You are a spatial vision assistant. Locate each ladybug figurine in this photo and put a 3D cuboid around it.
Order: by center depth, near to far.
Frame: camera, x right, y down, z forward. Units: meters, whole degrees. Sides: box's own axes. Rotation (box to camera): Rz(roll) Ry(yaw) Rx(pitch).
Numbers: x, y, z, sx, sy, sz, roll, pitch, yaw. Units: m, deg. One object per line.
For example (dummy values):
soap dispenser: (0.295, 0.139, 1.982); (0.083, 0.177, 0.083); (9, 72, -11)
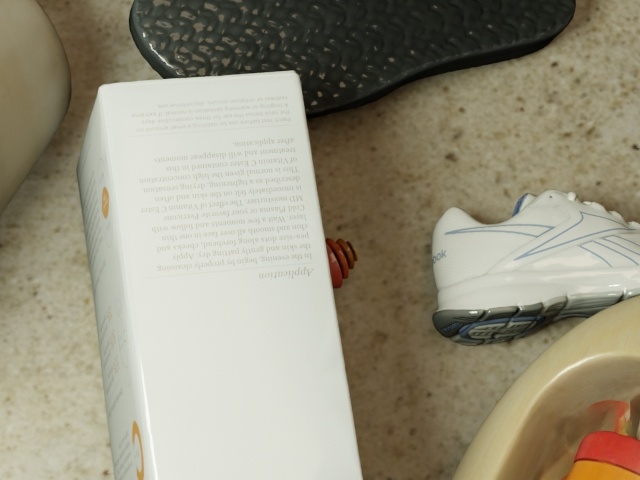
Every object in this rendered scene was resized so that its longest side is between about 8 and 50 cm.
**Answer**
ladybug figurine: (0.248, 0.256, 1.596); (0.162, 0.305, 0.449); (46, 69, -43)

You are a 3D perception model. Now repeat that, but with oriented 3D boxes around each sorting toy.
sorting toy: (0.000, 0.000, 1.711); (0.042, 0.061, 0.102); (-26, 62, -19)

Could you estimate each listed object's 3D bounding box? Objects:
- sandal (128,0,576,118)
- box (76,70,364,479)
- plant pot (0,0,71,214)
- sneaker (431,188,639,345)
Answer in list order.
sandal: (0.031, -0.188, 1.765); (0.446, 0.107, 0.167); (-10, 74, -28)
box: (-0.091, 0.062, 1.589); (0.168, 0.215, 0.345); (-5, 75, -14)
plant pot: (-0.361, -0.092, 1.557); (0.323, 0.323, 0.280); (43, 52, 3)
sneaker: (0.239, 0.011, 1.738); (0.297, 0.111, 0.129); (-4, 69, -14)
